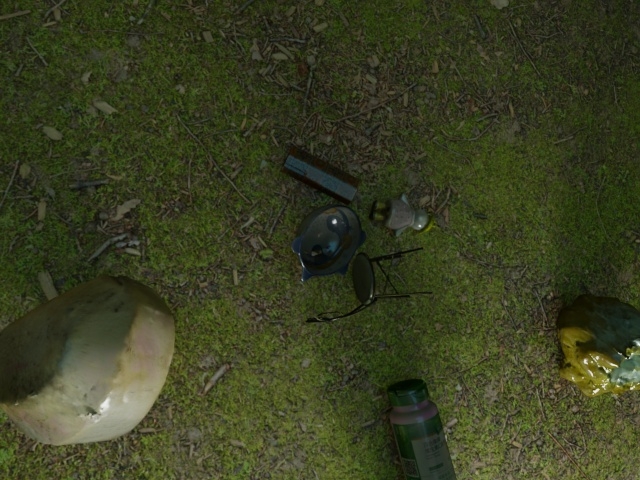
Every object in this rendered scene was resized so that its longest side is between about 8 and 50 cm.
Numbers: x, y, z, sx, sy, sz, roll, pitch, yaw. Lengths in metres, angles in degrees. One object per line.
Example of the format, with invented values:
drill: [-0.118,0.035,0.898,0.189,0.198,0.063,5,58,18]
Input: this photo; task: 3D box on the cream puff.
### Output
cream puff: [0.835,0.310,1.367,0.324,0.269,0.274,2,47,-16]

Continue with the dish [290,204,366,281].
dish: [0.000,0.000,1.221,0.236,0.086,0.227,24,95,-43]

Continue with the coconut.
coconut: [-0.463,0.239,0.947,0.353,0.352,0.352,3,81,-15]

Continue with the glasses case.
glasses case: [0.002,-0.184,1.283,0.218,0.049,0.075,26,75,-10]

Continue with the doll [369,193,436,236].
doll: [0.246,-0.069,1.319,0.207,0.081,0.129,12,86,-16]

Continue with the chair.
chair: [0.119,0.116,1.216,0.326,0.160,0.170,-6,81,-18]

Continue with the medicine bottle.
medicine bottle: [0.261,0.515,1.204,0.134,0.133,0.274,-14,85,-17]
